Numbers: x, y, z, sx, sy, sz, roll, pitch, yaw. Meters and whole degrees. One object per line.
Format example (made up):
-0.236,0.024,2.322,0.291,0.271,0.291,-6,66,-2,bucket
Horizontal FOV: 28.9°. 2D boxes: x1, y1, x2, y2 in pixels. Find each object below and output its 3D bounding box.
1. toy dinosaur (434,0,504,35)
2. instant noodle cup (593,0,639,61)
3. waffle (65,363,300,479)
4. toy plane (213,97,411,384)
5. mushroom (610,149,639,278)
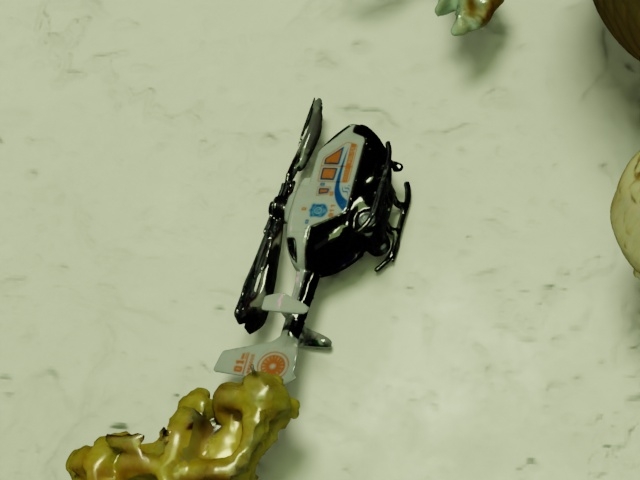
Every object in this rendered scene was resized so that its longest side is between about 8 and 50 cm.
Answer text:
0.053,-0.307,0.862,0.205,0.092,0.393,7,64,14,toy dinosaur
0.260,-0.126,0.696,0.274,0.090,0.274,3,22,-1,instant noodle cup
-0.074,0.225,0.621,0.260,0.069,0.293,-35,62,-1,waffle
0.001,0.001,0.742,0.078,0.053,0.197,8,64,23,toy plane
0.221,0.001,0.662,0.148,0.112,0.148,23,41,-22,mushroom
